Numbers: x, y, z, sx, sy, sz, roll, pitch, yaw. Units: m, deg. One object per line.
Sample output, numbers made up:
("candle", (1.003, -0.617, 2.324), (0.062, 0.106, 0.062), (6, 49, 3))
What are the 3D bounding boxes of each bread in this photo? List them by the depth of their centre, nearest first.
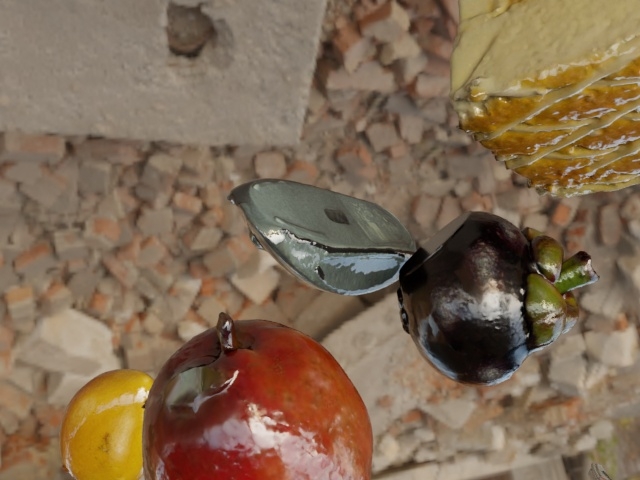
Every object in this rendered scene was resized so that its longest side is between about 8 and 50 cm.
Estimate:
("bread", (0.405, -0.261, 1.343), (0.390, 0.279, 0.371), (-19, 148, 32))

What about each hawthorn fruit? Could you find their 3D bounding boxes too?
("hawthorn fruit", (-0.054, 0.141, 0.749), (0.185, 0.185, 0.202), (-12, 121, 3))

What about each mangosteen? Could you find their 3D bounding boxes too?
("mangosteen", (0.251, 0.072, 1.443), (0.288, 0.233, 0.287), (-39, 175, -4))

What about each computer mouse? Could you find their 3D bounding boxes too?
("computer mouse", (-0.001, 0.004, 1.543), (0.374, 0.203, 0.114), (11, 124, -42))

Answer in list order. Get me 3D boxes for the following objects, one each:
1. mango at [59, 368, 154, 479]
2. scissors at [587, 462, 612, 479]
("mango", (-0.380, 0.331, 1.799), (0.138, 0.187, 0.257), (-11, 132, -50))
("scissors", (0.429, 0.377, 1.456), (0.118, 0.030, 0.242), (27, -174, 1))
